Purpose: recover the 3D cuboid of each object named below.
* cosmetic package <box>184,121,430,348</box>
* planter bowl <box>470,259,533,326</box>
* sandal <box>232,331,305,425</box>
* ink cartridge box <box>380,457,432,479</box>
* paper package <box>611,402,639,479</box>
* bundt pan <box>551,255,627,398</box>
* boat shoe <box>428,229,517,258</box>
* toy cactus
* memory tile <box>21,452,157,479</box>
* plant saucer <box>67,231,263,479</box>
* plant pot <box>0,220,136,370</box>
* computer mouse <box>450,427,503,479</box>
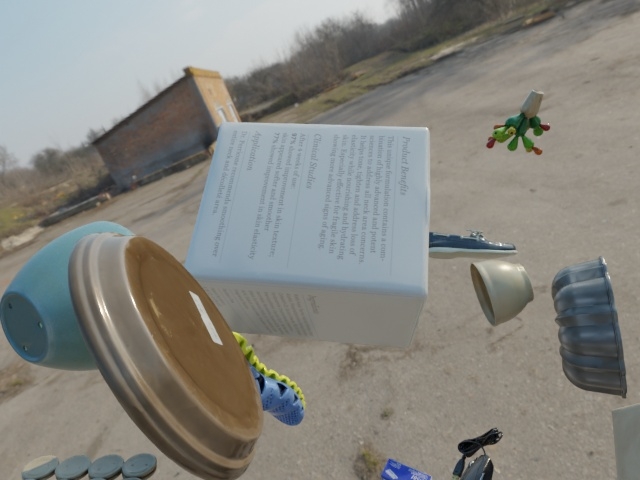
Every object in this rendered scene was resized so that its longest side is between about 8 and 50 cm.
[{"bbox_3d":[0.000,0.000,0.929,0.393,0.327,0.329,4,63,8],"label":"cosmetic package"},{"bbox_3d":[0.444,0.116,1.147,0.109,0.162,0.162,-18,18,6],"label":"planter bowl"},{"bbox_3d":[-0.166,0.377,1.183,0.126,0.317,0.138,-36,21,29],"label":"sandal"},{"bbox_3d":[0.193,0.560,1.015,0.097,0.207,0.046,10,40,32],"label":"ink cartridge box"},{"bbox_3d":[0.913,0.578,1.183,0.309,0.168,0.325,115,173,-58],"label":"paper package"},{"bbox_3d":[0.635,0.204,1.138,0.124,0.331,0.331,-7,23,26],"label":"bundt pan"},{"bbox_3d":[0.433,0.011,1.365,0.254,0.079,0.095,0,-18,13],"label":"boat shoe"},{"bbox_3d":[0.576,-0.329,1.334,0.219,0.180,0.112,-4,39,-23],"label":"toy cactus"},{"bbox_3d":[-0.256,0.264,0.490,0.148,0.012,0.113,0,15,0],"label":"memory tile"},{"bbox_3d":[-0.138,0.101,0.478,0.041,0.278,0.278,-34,18,-2],"label":"plant saucer"},{"bbox_3d":[-0.459,0.124,0.883,0.290,0.290,0.195,-13,7,30],"label":"plant pot"},{"bbox_3d":[0.358,0.590,1.173,0.262,0.060,0.184,-58,-2,-39],"label":"computer mouse"}]
